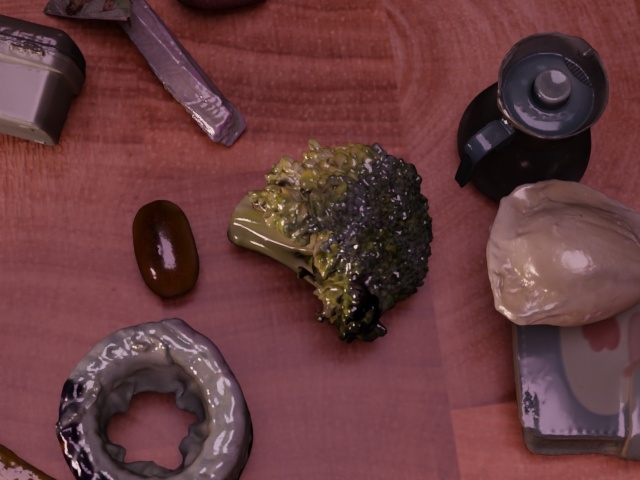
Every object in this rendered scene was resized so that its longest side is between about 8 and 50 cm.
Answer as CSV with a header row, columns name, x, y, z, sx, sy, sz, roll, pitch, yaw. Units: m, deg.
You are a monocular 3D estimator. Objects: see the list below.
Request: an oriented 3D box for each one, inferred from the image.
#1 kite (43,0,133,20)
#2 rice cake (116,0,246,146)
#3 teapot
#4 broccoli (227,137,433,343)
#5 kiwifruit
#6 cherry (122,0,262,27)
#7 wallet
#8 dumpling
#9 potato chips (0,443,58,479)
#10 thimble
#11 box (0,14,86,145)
name,x,y,z,sx,sy,sz,roll,pitch,yaw
kite,-0.254,-0.355,1.854,0.250,0.012,0.229,-32,47,15
rice cake,-0.191,-0.231,1.856,0.055,0.049,0.270,-42,79,9
teapot,0.248,-0.138,1.757,0.203,0.225,0.171,-37,78,-12
broccoli,0.000,0.000,1.734,0.243,0.263,0.247,10,105,29
kiwifruit,-0.189,0.011,1.774,0.075,0.075,0.124,-12,79,-6
cherry,-0.141,-0.326,1.852,0.148,0.115,0.188,36,57,-35
wallet,0.406,0.146,1.761,0.360,0.083,0.252,1,69,-2
dumpling,0.306,0.007,1.709,0.252,0.131,0.179,-12,63,-15
potato chips,-0.311,0.312,1.680,0.407,0.080,0.057,33,92,5
thimble,-0.188,0.207,1.677,0.237,0.150,0.237,1,73,-3
box,-0.405,-0.206,1.790,0.210,0.148,0.129,15,82,4
